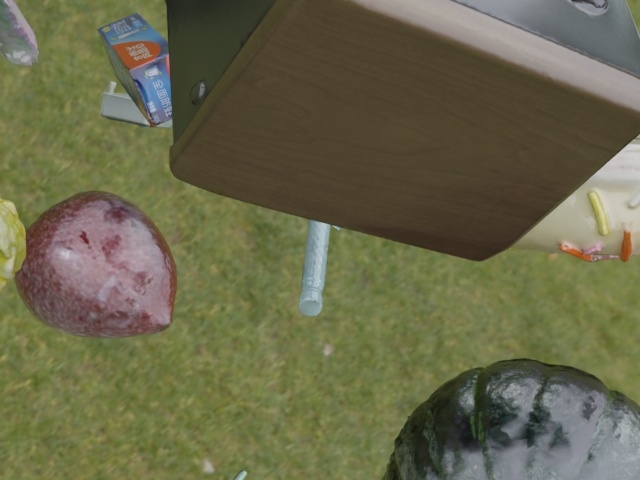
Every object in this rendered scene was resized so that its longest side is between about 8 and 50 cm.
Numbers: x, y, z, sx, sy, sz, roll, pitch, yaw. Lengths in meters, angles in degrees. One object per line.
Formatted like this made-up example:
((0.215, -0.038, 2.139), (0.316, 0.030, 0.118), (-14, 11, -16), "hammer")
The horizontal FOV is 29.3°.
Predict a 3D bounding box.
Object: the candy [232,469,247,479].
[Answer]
((-0.169, 0.415, 1.709), (0.305, 0.091, 0.083), (-48, 123, -52), "candy")

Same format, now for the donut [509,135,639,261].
((0.333, -0.058, 1.459), (0.383, 0.383, 0.142), (-6, 101, -41), "donut")

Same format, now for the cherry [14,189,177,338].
((-0.345, 0.043, 1.905), (0.300, 0.203, 0.230), (31, 51, 19), "cherry")

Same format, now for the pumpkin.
((0.144, 0.191, 0.843), (0.220, 0.220, 0.162), (51, 22, 0), "pumpkin")

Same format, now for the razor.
((0.000, 0.000, 1.355), (0.106, 0.068, 0.232), (35, 32, -21), "razor")

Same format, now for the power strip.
((-0.232, -0.201, 1.895), (0.145, 0.061, 0.216), (14, 9, 12), "power strip")

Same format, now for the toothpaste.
((-0.222, -0.220, 1.539), (0.066, 0.320, 0.076), (-24, 114, -9), "toothpaste")

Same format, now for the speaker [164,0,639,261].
((0.046, -0.110, 0.697), (0.231, 0.192, 0.153), (16, 47, -28), "speaker")

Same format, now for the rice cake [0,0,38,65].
((-0.276, -0.218, 0.946), (0.047, 0.036, 0.206), (-102, 169, -47), "rice cake")

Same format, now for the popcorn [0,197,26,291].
((-0.258, 0.000, 0.873), (0.097, 0.109, 0.089), (-7, 39, 4), "popcorn")
